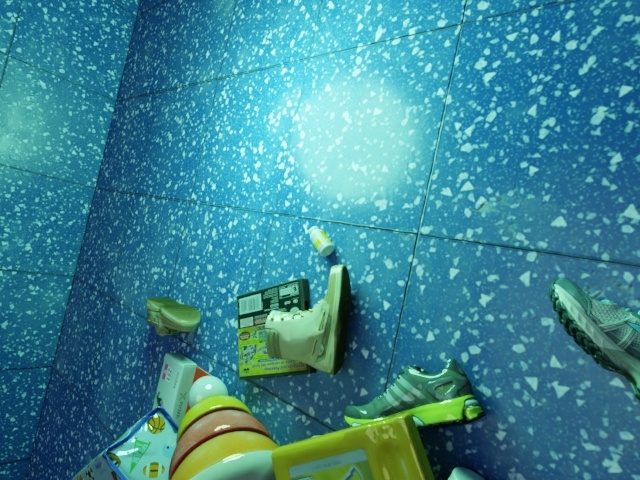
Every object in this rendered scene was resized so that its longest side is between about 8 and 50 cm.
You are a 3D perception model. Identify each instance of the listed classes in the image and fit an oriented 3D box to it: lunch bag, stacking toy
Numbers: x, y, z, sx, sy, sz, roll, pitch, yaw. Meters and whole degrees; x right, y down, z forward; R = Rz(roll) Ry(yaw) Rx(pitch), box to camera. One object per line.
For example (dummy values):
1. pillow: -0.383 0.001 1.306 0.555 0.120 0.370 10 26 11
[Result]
1. lunch bag: -0.467 0.722 1.163 0.386 0.239 0.328 49 126 4
2. stacking toy: -0.270 0.529 1.066 0.351 0.350 0.480 -61 34 12

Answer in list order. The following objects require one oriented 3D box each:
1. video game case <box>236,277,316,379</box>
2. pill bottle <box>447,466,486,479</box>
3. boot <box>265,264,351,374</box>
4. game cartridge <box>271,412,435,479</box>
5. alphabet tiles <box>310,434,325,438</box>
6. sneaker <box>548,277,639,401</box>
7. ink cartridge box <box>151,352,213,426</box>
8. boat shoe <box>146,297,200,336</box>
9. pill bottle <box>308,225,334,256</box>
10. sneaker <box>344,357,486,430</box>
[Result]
1. video game case: -0.135 0.256 1.146 0.274 0.035 0.249 -19 68 36
2. pill bottle: 0.231 0.523 0.717 0.117 0.117 0.215 28 99 41
3. boot: -0.033 0.182 1.005 0.203 0.095 0.263 6 90 23
4. game cartridge: 0.068 0.497 0.733 0.323 0.052 0.286 -30 66 29
5. alphabet tiles: 0.066 0.542 0.836 0.277 0.021 0.285 -13 89 17
6. sneaker: 0.484 0.155 0.614 0.122 0.110 0.283 -40 58 5
7. ink cartridge box: -0.468 0.548 1.349 0.238 0.060 0.276 12 88 43
8. boat shoe: -0.521 0.281 1.423 0.340 0.121 0.110 6 88 51
9. pill bottle: 0.000 0.000 1.081 0.043 0.043 0.083 -49 53 21
10. sneaker: 0.178 0.325 0.831 0.299 0.111 0.122 -23 55 30
